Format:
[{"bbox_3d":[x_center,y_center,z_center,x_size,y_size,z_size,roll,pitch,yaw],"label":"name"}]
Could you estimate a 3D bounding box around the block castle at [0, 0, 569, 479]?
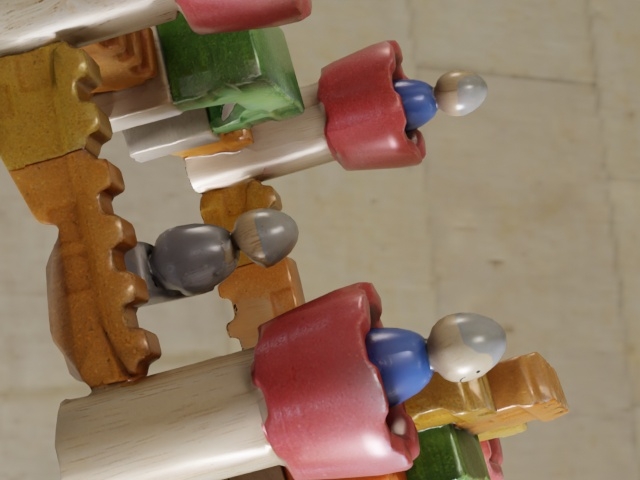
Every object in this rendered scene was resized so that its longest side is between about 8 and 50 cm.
[{"bbox_3d":[0.000,0.000,1.002,0.453,0.213,0.303,35,40,-76],"label":"block castle"}]
